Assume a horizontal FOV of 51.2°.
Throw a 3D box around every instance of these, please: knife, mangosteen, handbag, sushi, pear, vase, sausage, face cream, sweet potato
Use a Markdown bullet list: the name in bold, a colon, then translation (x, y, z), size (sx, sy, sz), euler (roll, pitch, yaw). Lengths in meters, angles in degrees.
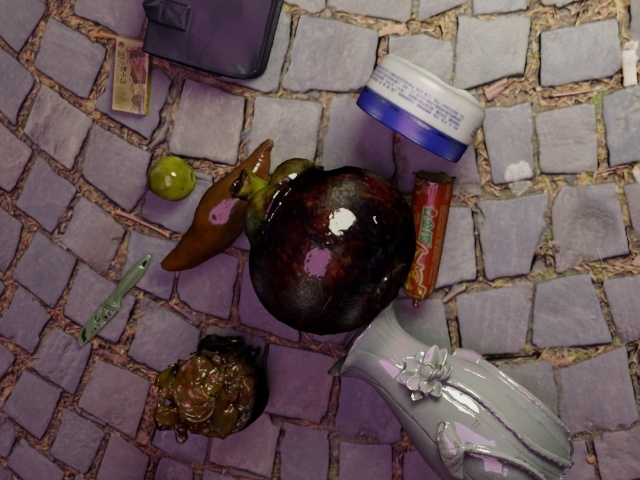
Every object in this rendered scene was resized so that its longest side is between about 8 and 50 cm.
- **knife**: translation (-0.453, 0.135, 1.470), size (0.043, 0.020, 0.293), euler (44, 110, -2)
- **mangosteen**: translation (0.010, 0.007, 1.185), size (0.330, 0.330, 0.330), euler (3, 105, 12)
- **handbag**: translation (-0.195, -0.473, 1.201), size (0.269, 0.118, 0.326), euler (18, 107, 1)
- **sushi**: translation (-0.223, 0.306, 1.364), size (0.213, 0.204, 0.200), euler (-9, 98, 10)
- **pear**: translation (-0.301, -0.120, 1.333), size (0.097, 0.092, 0.092), euler (-16, 100, 16)
- **vase**: translation (0.231, 0.305, 1.251), size (0.445, 0.250, 0.250), euler (38, 109, 5)
- **sausage**: translation (0.198, 0.005, 1.256), size (0.083, 0.083, 0.264), euler (9, 107, 11)
- **face cream**: translation (0.173, -0.227, 1.131), size (0.206, 0.206, 0.111), euler (31, 104, 4)
- **sweet potato**: translation (-0.193, -0.050, 1.316), size (0.112, 0.112, 0.359), euler (38, 106, 1)

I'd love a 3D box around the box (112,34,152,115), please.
- **box**: translation (-0.374, -0.328, 1.330), size (0.073, 0.020, 0.149), euler (11, 106, 11)
